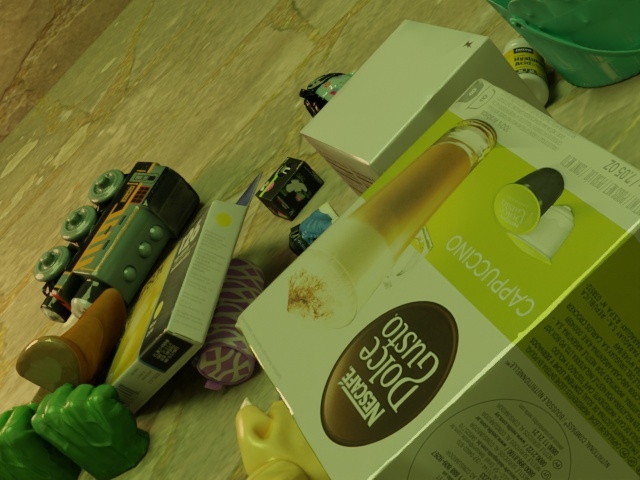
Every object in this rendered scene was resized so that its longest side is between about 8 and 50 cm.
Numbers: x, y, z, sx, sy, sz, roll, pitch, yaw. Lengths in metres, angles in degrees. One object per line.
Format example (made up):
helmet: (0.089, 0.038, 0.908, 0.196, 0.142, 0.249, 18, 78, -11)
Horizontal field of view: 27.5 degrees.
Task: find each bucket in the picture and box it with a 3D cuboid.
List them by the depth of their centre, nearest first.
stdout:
bucket: (0.366, -0.347, 1.710, 0.281, 0.183, 0.281, -33, 30, 22)

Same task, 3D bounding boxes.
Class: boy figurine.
boy figurine: (-0.016, 0.239, 1.453, 0.285, 0.177, 0.092, -67, 0, -57)

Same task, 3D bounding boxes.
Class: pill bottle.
pill bottle: (0.277, -0.228, 1.793, 0.065, 0.065, 0.116, -31, 31, 25)

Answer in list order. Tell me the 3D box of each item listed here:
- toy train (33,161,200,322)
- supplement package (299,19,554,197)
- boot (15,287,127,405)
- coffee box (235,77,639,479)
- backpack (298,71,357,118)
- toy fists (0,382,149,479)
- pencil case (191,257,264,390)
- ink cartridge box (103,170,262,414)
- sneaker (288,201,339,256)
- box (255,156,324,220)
toy train: (-0.351, 0.002, 2.256, 0.190, 0.142, 0.334, 4, 54, 43)
supplement package: (0.158, -0.094, 1.559, 0.199, 0.262, 0.198, -47, 28, -6)
boot: (-0.366, 0.149, 1.995, 0.211, 0.104, 0.295, -60, -2, -32)
coffee box: (0.185, 0.124, 1.148, 0.334, 0.338, 0.337, -44, 27, 2)
backpack: (0.069, -0.175, 1.926, 0.115, 0.152, 0.182, -44, 33, -8)
toy fists: (-0.381, 0.285, 1.895, 0.279, 0.142, 0.096, -24, 34, 33)
pencil case: (-0.125, 0.117, 1.853, 0.206, 0.086, 0.088, -82, 12, -51)
ink cartridge box: (-0.208, 0.073, 1.910, 0.303, 0.072, 0.307, -46, 24, 52)
sneaker: (0.001, 0.001, 1.856, 0.085, 0.058, 0.152, -38, 24, 1)
box: (-0.049, -0.081, 2.043, 0.083, 0.052, 0.062, -50, 28, -12)
